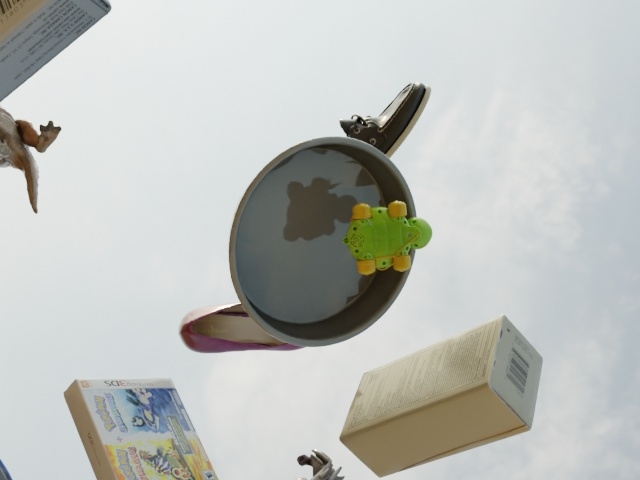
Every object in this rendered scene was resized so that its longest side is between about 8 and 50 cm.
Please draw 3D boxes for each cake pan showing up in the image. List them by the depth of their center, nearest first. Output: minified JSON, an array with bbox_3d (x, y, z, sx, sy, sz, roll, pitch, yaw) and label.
[{"bbox_3d":[0.000,0.000,1.247,0.054,0.293,0.293,23,-71,60],"label":"cake pan"}]

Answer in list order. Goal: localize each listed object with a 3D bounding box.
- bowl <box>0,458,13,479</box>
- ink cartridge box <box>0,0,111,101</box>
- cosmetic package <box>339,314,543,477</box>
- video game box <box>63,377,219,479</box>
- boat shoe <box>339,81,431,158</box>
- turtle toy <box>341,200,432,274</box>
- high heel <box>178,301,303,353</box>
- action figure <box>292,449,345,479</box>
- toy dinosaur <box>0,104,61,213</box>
[{"bbox_3d":[-0.584,0.350,1.214,0.077,0.391,0.391,-52,-128,16],"label":"bowl"},{"bbox_3d":[-0.344,-0.225,0.841,0.275,0.060,0.239,-34,-120,14],"label":"ink cartridge box"},{"bbox_3d":[0.192,0.255,1.449,0.309,0.160,0.113,-30,-68,39],"label":"cosmetic package"},{"bbox_3d":[-0.269,0.299,1.362,0.048,0.187,0.205,-50,-124,27],"label":"video game box"},{"bbox_3d":[0.067,-0.176,1.682,0.340,0.113,0.127,-51,-169,11],"label":"boat shoe"},{"bbox_3d":[0.091,-0.005,1.212,0.066,0.130,0.095,-175,-99,-77],"label":"turtle toy"},{"bbox_3d":[-0.104,0.173,1.866,0.181,0.377,0.127,135,-58,-77],"label":"high heel"},{"bbox_3d":[-0.062,0.430,1.478,0.099,0.185,0.285,58,-27,10],"label":"action figure"},{"bbox_3d":[-0.505,-0.171,1.357,0.296,0.127,0.200,51,-30,-11],"label":"toy dinosaur"}]
